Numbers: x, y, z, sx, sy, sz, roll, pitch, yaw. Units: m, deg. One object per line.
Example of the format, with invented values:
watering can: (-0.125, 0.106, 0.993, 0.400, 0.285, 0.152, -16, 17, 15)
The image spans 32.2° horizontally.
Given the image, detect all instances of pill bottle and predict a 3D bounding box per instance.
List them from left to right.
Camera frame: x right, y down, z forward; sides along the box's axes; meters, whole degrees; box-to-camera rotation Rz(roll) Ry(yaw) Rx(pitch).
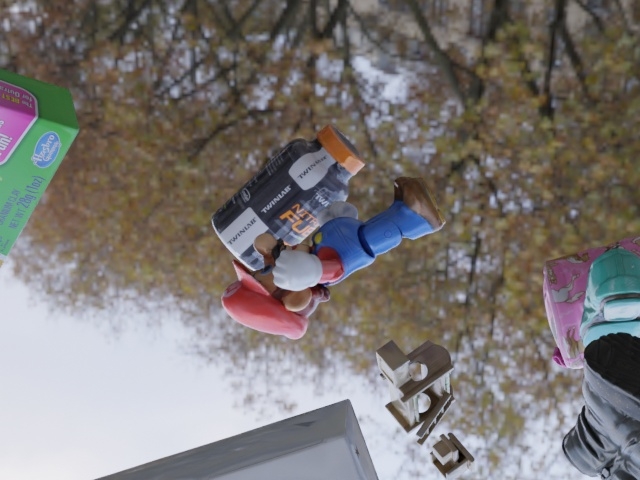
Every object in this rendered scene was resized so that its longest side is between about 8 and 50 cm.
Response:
pill bottle: (-0.045, -0.072, 1.754, 0.245, 0.130, 0.130, -43, -157, 11)

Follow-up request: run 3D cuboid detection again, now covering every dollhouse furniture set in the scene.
dollhouse furniture set: (0.172, 0.225, 1.562, 0.101, 0.182, 0.161, -33, -122, -14)

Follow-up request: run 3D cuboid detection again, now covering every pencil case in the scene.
pencil case: (0.501, 0.066, 1.549, 0.386, 0.160, 0.167, -13, -116, 12)

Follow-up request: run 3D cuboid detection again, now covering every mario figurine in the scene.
mario figurine: (0.000, 0.000, 1.519, 0.320, 0.198, 0.170, -32, -119, -5)

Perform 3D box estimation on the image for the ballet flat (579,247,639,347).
ballet flat: (0.367, 0.071, 1.382, 0.083, 0.247, 0.087, -3, -111, 8)

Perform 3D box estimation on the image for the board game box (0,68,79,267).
board game box: (-0.410, -0.070, 0.974, 0.316, 0.242, 0.064, 15, -145, -35)

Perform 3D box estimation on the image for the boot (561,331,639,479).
boot: (0.317, 0.201, 0.965, 0.083, 0.161, 0.246, -26, -135, -24)

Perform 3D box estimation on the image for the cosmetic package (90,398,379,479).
cosmetic package: (-0.049, 0.349, 0.884, 0.284, 0.377, 0.097, -18, -171, 9)
